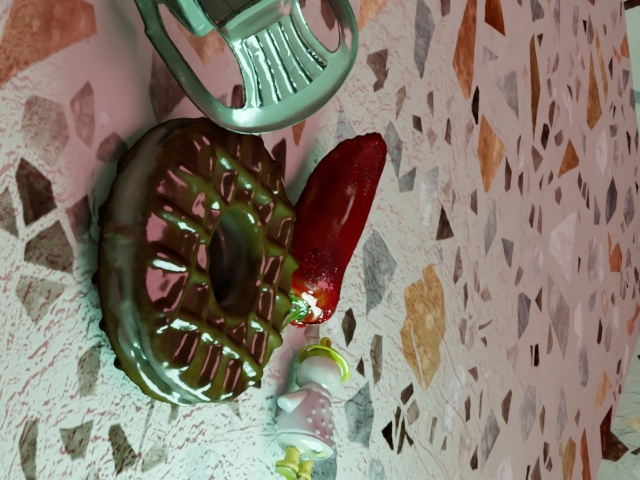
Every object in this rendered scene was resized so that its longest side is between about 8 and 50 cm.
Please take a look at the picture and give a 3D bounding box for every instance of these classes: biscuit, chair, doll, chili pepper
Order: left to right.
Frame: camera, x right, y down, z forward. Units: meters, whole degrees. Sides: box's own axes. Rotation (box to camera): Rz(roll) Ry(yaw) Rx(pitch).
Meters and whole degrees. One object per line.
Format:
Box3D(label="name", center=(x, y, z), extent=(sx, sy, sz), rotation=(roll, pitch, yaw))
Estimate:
Box3D(label="biscuit", center=(-0.128, 0.023, 1.358), extent=(0.332, 0.103, 0.332), rotation=(-2, 93, -63))
Box3D(label="chair", center=(-0.080, -0.250, 1.232), extent=(0.190, 0.203, 0.274), rotation=(56, -3, 20))
Box3D(label="doll", center=(-0.012, 0.219, 1.632), extent=(0.129, 0.081, 0.207), rotation=(45, 48, -41))
Box3D(label="chili pepper", center=(0.000, 0.000, 1.611), extent=(0.387, 0.110, 0.110), rotation=(-66, 146, -33))
